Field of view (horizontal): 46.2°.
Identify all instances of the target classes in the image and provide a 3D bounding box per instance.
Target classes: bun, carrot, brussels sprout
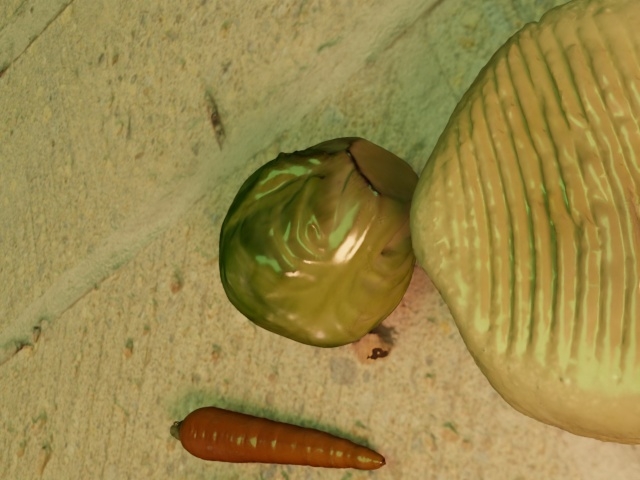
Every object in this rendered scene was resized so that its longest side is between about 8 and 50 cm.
[{"bbox_3d":[0.257,-0.015,0.609,0.353,0.227,0.348,-15,70,38],"label":"bun"},{"bbox_3d":[-0.064,0.243,0.914,0.336,0.069,0.069,-5,75,35],"label":"carrot"},{"bbox_3d":[0.000,0.000,0.837,0.244,0.244,0.244,-11,72,37],"label":"brussels sprout"}]
